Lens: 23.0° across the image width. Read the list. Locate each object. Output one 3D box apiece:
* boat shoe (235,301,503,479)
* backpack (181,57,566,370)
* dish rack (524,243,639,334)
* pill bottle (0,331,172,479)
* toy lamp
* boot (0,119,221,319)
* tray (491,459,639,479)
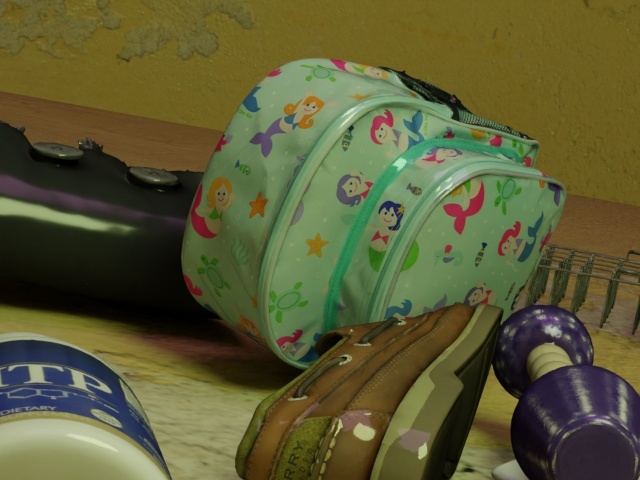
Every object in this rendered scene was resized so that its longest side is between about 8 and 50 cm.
[{"bbox_3d":[0.037,0.088,0.924,0.104,0.111,0.307,15,9,12],"label":"boat shoe"},{"bbox_3d":[0.035,-0.008,1.123,0.253,0.225,0.191,16,12,-45],"label":"backpack"},{"bbox_3d":[0.258,0.043,1.636,0.271,0.074,0.208,12,8,14],"label":"dish rack"},{"bbox_3d":[-0.119,0.100,0.639,0.112,0.112,0.186,9,9,-16],"label":"pill bottle"},{"bbox_3d":[0.144,0.095,0.937,0.080,0.080,0.275,12,7,-1],"label":"toy lamp"},{"bbox_3d":[-0.239,-0.002,1.124,0.445,0.146,0.367,17,16,-28],"label":"boot"},{"bbox_3d":[0.221,0.158,0.986,0.145,0.030,0.270,18,10,29],"label":"tray"}]
